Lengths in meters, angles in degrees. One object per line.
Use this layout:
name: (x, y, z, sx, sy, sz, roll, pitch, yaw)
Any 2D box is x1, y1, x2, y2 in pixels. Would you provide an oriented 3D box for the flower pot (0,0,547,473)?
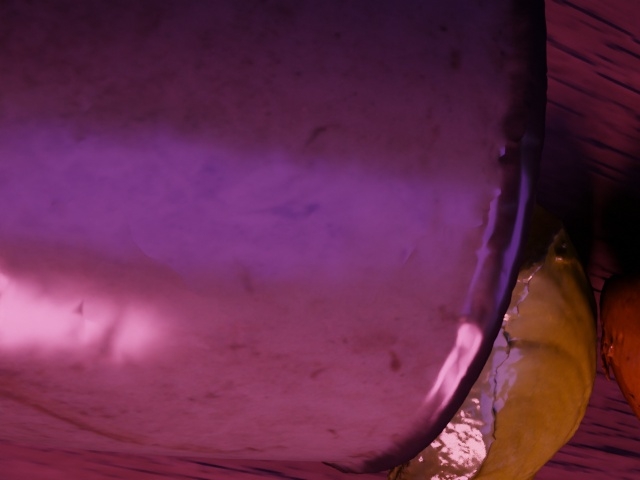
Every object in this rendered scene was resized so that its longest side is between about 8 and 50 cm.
flower pot: (-0.119, -0.061, 0.578, 0.330, 0.293, 0.294, 6, 120, -23)

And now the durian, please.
durian: (0.100, 0.091, 0.900, 0.139, 0.101, 0.250, -11, 128, -39)

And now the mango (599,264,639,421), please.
mango: (0.253, 0.067, 0.901, 0.156, 0.151, 0.248, -1, 174, 13)
